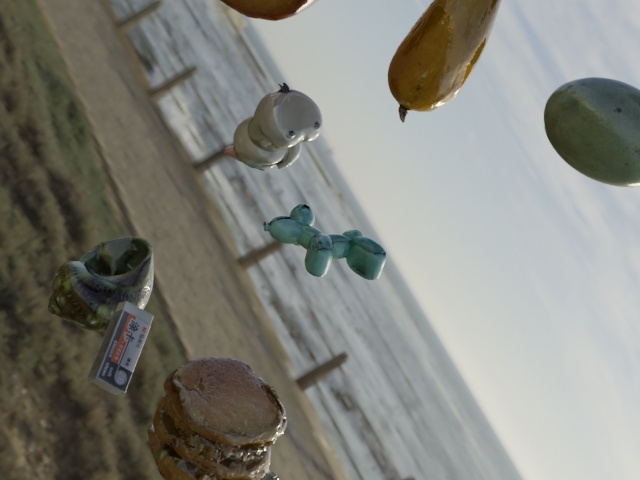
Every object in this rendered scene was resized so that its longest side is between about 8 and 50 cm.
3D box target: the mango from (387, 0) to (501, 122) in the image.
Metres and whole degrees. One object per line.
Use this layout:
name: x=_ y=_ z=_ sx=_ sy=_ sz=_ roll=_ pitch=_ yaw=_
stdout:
mango: x=0.201 y=-0.322 z=1.814 sx=0.119 sy=0.316 sz=0.176 roll=29 pitch=2 yaw=2

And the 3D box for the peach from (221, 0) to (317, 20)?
peach: x=-0.062 y=-0.486 z=1.753 sx=0.281 sy=0.281 sz=0.338 roll=59 pitch=-19 yaw=0

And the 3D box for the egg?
egg: x=0.486 y=-0.182 z=1.986 sx=0.237 sy=0.169 sz=0.169 roll=30 pitch=3 yaw=1

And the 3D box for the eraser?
eraser: x=-0.275 y=0.148 z=1.635 sx=0.052 sy=0.029 sz=0.122 roll=35 pitch=59 yaw=-31

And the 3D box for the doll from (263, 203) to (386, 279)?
doll: x=0.000 y=0.000 z=1.715 sx=0.158 sy=0.159 sz=0.059 roll=-126 pitch=-134 yaw=-57

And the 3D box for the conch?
conch: x=-0.388 y=0.082 z=2.089 sx=0.187 sy=0.182 sz=0.124 roll=-91 pitch=-174 yaw=-51

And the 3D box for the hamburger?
hamburger: x=-0.182 y=0.352 z=2.117 sx=0.261 sy=0.211 sz=0.245 roll=28 pitch=23 yaw=4

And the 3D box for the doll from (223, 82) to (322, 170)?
doll: x=-0.076 y=-0.179 z=1.960 sx=0.106 sy=0.110 sz=0.181 roll=62 pitch=-36 yaw=10
